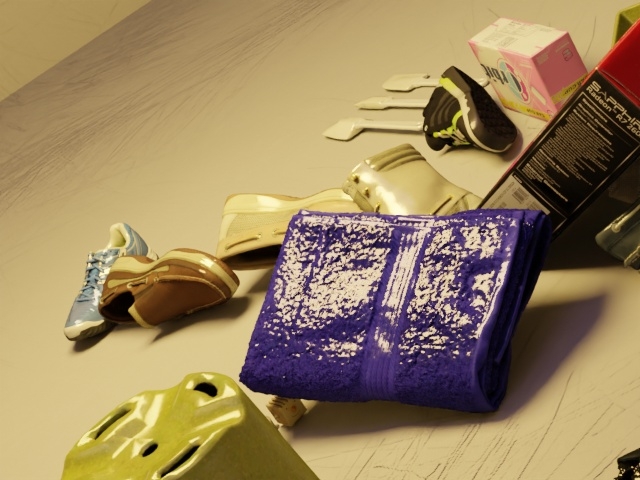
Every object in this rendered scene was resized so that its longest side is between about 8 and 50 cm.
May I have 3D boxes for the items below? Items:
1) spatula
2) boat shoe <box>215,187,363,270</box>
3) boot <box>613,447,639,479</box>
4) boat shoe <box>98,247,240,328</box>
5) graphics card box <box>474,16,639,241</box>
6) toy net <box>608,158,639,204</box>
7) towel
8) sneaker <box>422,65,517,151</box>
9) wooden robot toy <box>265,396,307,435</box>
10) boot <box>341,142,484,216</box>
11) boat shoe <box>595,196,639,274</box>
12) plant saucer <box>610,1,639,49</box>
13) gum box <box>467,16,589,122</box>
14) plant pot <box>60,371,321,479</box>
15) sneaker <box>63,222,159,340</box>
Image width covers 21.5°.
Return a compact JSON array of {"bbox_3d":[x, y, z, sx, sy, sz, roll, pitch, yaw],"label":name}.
[{"bbox_3d":[0.119,-0.192,2.404,0.168,0.019,0.242,-35,23,-25],"label":"spatula"},{"bbox_3d":[0.000,0.000,2.055,0.302,0.109,0.098,2,67,34],"label":"boat shoe"},{"bbox_3d":[0.346,0.175,1.252,0.207,0.094,0.246,-30,16,-8],"label":"boot"},{"bbox_3d":[-0.201,0.075,2.167,0.257,0.095,0.095,-7,46,55],"label":"boat shoe"},{"bbox_3d":[0.304,-0.134,1.723,0.233,0.094,0.371,-47,-5,-26],"label":"graphics card box"},{"bbox_3d":[0.404,-0.054,1.739,0.232,0.045,0.122,-14,49,40],"label":"toy net"},{"bbox_3d":[0.070,0.060,1.731,0.308,0.076,0.227,-1,56,36],"label":"towel"},{"bbox_3d":[0.184,-0.145,2.177,0.097,0.084,0.234,-51,18,14],"label":"sneaker"},{"bbox_3d":[-0.098,0.204,1.766,0.173,0.079,0.076,-35,23,-10],"label":"wooden robot toy"},{"bbox_3d":[0.076,-0.008,1.893,0.213,0.077,0.165,-38,59,-19],"label":"boot"},{"bbox_3d":[0.370,-0.080,1.671,0.254,0.079,0.095,-54,-7,3],"label":"boat shoe"},{"bbox_3d":[0.457,-0.262,2.090,0.188,0.045,0.188,-20,25,25],"label":"plant saucer"},{"bbox_3d":[0.269,-0.217,2.147,0.062,0.107,0.188,-35,23,-10],"label":"gum box"},{"bbox_3d":[-0.087,0.260,1.408,0.276,0.254,0.276,-26,24,12],"label":"plant pot"},{"bbox_3d":[-0.302,0.059,2.315,0.080,0.081,0.211,-14,29,32],"label":"sneaker"}]
